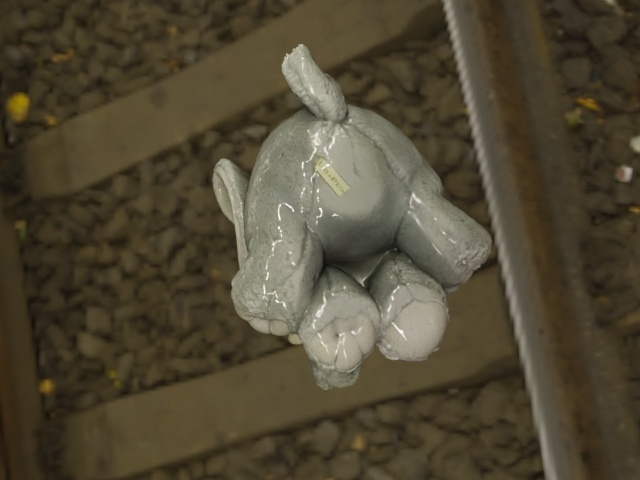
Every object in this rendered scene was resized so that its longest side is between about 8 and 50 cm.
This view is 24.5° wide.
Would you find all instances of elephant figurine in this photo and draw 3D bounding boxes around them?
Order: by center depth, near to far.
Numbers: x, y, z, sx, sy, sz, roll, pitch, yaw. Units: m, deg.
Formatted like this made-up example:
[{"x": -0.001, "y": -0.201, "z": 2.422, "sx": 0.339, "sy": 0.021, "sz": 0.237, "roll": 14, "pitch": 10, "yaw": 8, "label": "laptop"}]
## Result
[{"x": 0.000, "y": 0.000, "z": 0.970, "sx": 0.186, "sy": 0.169, "sz": 0.239, "roll": -63, "pitch": 10, "yaw": -2, "label": "elephant figurine"}]
